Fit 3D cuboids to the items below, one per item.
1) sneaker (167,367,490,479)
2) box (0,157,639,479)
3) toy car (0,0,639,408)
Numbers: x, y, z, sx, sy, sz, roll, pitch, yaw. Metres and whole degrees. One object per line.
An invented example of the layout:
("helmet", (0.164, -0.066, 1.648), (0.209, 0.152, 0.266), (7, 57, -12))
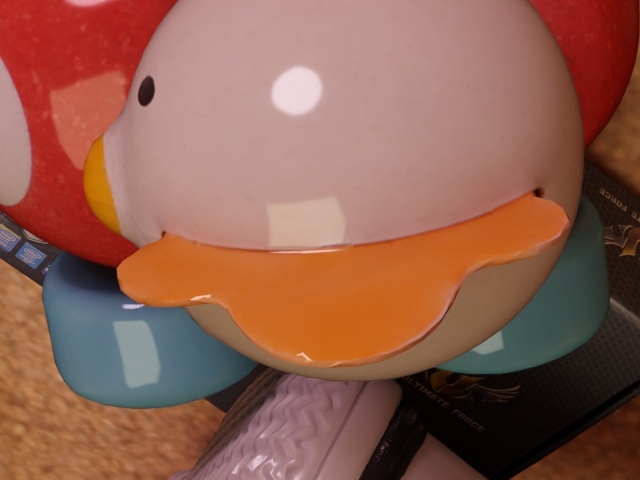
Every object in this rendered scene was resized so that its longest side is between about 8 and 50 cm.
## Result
("sneaker", (0.010, 0.181, 0.746), (0.210, 0.137, 0.366), (34, 150, -2))
("box", (0.000, 0.000, 0.710), (0.233, 0.059, 0.183), (36, 137, -11))
("toy car", (-0.014, -0.031, 0.494), (0.210, 0.238, 0.219), (-6, 113, 5))
